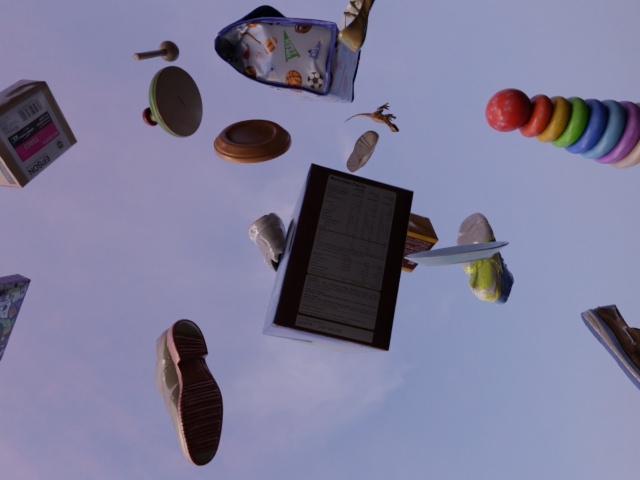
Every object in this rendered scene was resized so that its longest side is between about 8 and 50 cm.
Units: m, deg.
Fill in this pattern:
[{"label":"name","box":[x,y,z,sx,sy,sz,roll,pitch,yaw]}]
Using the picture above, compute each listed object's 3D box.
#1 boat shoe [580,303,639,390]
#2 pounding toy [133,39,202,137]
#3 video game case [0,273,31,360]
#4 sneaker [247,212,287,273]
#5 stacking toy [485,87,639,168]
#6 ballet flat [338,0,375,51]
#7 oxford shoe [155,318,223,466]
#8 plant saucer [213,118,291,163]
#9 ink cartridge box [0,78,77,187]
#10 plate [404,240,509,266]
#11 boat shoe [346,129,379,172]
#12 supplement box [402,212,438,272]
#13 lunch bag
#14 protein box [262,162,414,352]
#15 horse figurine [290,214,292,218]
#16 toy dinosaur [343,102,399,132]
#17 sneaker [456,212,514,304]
[{"label":"boat shoe","box":[0.505,0.172,0.666,0.066,0.183,0.066,-33,-52,16]},{"label":"pounding toy","box":[-0.427,-0.393,1.108,0.183,0.110,0.236,-59,-36,-48]},{"label":"video game case","box":[-0.718,0.182,0.832,0.042,0.232,0.210,23,-87,1]},{"label":"sneaker","box":[-0.086,0.048,0.972,0.099,0.121,0.262,-32,-28,0]},{"label":"stacking toy","box":[0.512,-0.247,0.874,0.331,0.141,0.141,10,-95,-1]},{"label":"ballet flat","box":[0.096,-0.594,1.082,0.073,0.080,0.232,22,-122,-13]},{"label":"oxford shoe","box":[-0.386,0.435,1.180,0.141,0.147,0.396,20,-134,-51]},{"label":"plant saucer","box":[-0.174,-0.261,1.053,0.200,0.200,0.037,-32,-41,-31]},{"label":"ink cartridge box","box":[-0.790,-0.285,1.092,0.193,0.088,0.234,85,-163,-45]},{"label":"plate","box":[0.252,0.027,0.769,0.188,0.188,0.024,-10,-89,-35]},{"label":"boat shoe","box":[0.115,-0.237,1.084,0.045,0.135,0.050,-27,-106,-41]},{"label":"supplement box","box":[0.308,-0.001,1.599,0.192,0.194,0.129,14,-141,-20]},{"label":"lunch bag","box":[-0.097,-0.583,1.320,0.328,0.386,0.238,-31,-48,-68]},{"label":"protein box","box":[0.014,0.039,0.565,0.136,0.200,0.201,15,-108,-7]},{"label":"horse figurine","box":[0.000,0.000,1.318,0.066,0.263,0.174,95,-159,-47]},{"label":"toy dinosaur","box":[0.196,-0.439,1.453,0.112,0.212,0.064,-36,-43,-31]},{"label":"sneaker","box":[0.401,0.051,0.999,0.126,0.091,0.240,35,-132,-32]}]
